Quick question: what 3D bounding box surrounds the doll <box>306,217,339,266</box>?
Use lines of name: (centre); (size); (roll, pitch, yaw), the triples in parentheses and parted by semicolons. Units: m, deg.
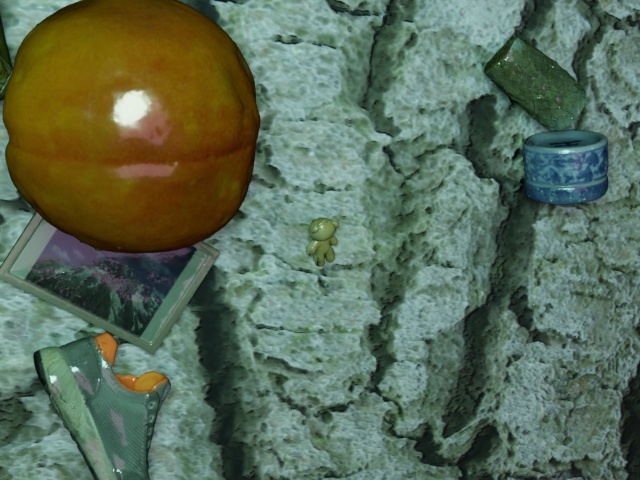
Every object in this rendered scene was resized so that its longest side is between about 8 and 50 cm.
doll: (0.005, 0.004, 1.285); (0.062, 0.051, 0.093); (-22, 114, -22)

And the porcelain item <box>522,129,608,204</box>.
porcelain item: (0.442, -0.130, 1.368); (0.147, 0.147, 0.114); (-14, 112, -17)

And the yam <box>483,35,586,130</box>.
yam: (0.368, -0.280, 1.319); (0.183, 0.107, 0.107); (32, 92, -25)

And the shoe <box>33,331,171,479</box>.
shoe: (-0.311, 0.284, 1.210); (0.171, 0.132, 0.336); (-30, 111, -22)

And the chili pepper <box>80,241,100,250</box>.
chili pepper: (-0.264, -0.037, 1.155); (0.208, 0.043, 0.049); (-33, 89, -16)

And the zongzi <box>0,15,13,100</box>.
zongzi: (-0.436, -0.342, 0.974); (0.289, 0.123, 0.260); (-45, 121, -9)

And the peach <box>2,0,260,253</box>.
peach: (-0.230, -0.153, 0.996); (0.302, 0.343, 0.342); (6, 104, 0)

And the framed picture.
framed picture: (-0.324, 0.034, 1.180); (0.281, 0.019, 0.209); (31, 92, -26)
